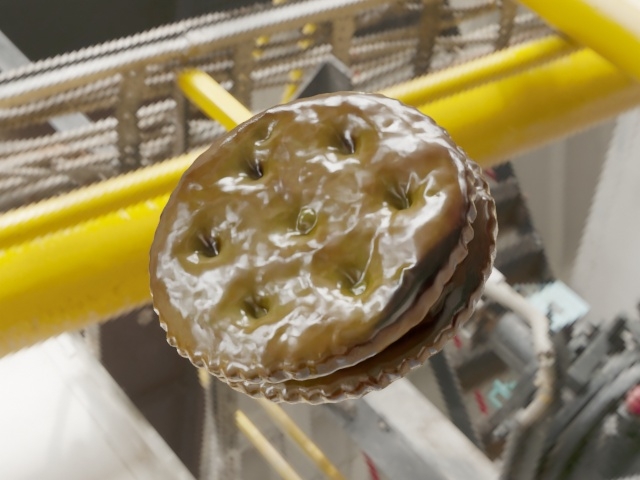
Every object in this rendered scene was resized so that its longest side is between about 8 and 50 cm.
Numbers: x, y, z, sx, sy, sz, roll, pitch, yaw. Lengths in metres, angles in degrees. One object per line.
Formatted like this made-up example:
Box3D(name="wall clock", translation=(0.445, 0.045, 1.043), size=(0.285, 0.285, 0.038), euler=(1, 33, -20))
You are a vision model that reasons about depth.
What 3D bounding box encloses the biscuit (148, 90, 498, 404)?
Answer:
Box3D(name="biscuit", translation=(0.000, 0.000, 0.820), size=(0.220, 0.220, 0.066), euler=(-42, -41, -7))
